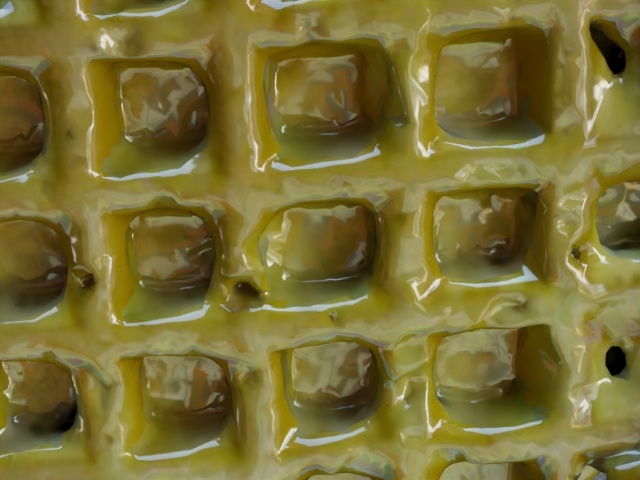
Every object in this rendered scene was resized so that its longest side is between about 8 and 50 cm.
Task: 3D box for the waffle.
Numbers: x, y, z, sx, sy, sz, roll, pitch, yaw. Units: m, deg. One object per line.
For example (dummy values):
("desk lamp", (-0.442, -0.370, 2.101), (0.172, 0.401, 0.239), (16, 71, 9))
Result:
("waffle", (0.000, 0.001, 0.368), (0.307, 0.060, 0.312), (-35, 107, 9))
